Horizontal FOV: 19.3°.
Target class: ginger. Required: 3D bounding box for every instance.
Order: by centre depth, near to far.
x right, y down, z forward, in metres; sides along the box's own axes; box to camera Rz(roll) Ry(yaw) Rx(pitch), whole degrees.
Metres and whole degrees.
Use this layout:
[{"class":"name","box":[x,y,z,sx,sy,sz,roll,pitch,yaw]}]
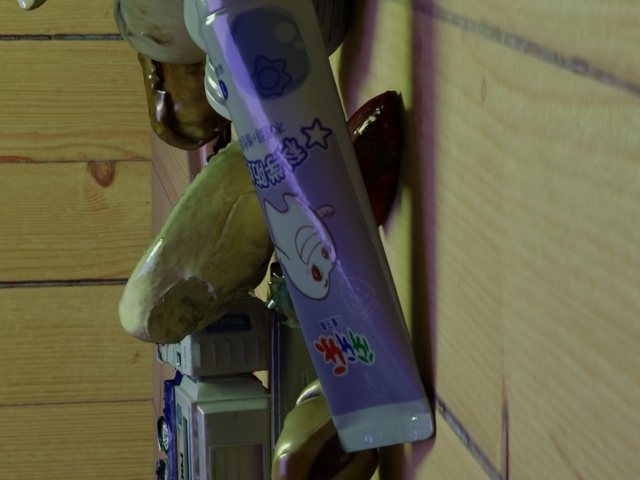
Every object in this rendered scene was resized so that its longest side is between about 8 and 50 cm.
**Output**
[{"class":"ginger","box":[-0.142,-0.257,2.042,0.165,0.172,0.321,47,159,62]}]

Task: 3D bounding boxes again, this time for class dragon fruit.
[{"class":"dragon fruit","box":[0.021,-0.058,1.360,0.131,0.063,0.097,154,114,-79]}]

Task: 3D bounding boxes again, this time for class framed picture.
[{"class":"framed picture","box":[-0.015,0.150,1.742,0.335,0.022,0.247,-170,79,-81]}]

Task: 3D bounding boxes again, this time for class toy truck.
[{"class":"toy truck","box":[-0.107,0.182,2.021,0.155,0.124,0.268,-155,62,-72]}]

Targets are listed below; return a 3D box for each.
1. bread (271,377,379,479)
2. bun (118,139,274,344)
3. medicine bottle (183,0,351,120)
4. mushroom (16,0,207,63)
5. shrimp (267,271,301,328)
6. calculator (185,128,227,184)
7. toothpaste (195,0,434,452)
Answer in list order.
[{"class":"bread","box":[0.006,0.220,1.408,0.134,0.081,0.225,-56,-34,-78]},{"class":"bun","box":[-0.106,0.008,1.895,0.237,0.116,0.210,-58,2,-14]},{"class":"medicine bottle","box":[-0.041,-0.201,1.503,0.135,0.135,0.215,-101,13,-47]},{"class":"mushroom","box":[-0.169,-0.316,1.790,0.297,0.290,0.297,178,90,-80]},{"class":"shrimp","box":[0.000,0.000,1.529,0.217,0.051,0.150,155,119,-67]},{"class":"calculator","box":[-0.152,-0.134,2.484,0.220,0.048,0.329,149,117,-78]},{"class":"toothpaste","box":[-0.004,-0.036,1.302,0.125,0.080,0.371,-19,89,58]}]
